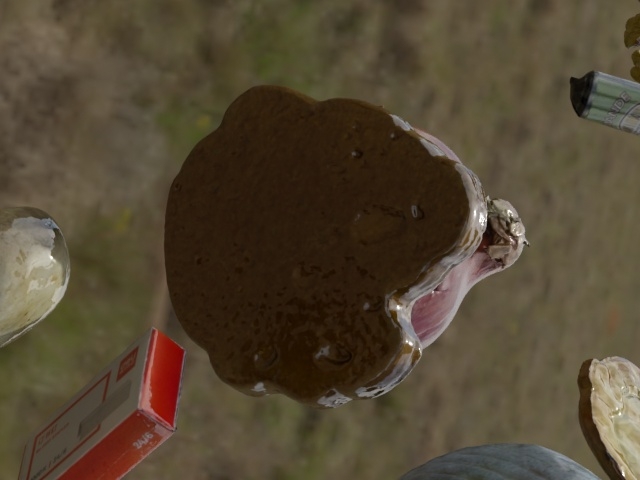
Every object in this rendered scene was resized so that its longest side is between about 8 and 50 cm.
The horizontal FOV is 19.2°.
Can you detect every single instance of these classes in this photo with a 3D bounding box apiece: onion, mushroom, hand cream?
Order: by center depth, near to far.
[{"bbox_3d":[-0.320,0.033,1.811,0.166,0.127,0.166,-37,159,-17],"label":"mushroom"},{"bbox_3d":[0.390,-0.137,2.132,0.086,0.235,0.055,112,-5,-56],"label":"hand cream"},{"bbox_3d":[0.079,-0.014,2.625,0.353,0.354,0.353,12,90,-80],"label":"onion"}]

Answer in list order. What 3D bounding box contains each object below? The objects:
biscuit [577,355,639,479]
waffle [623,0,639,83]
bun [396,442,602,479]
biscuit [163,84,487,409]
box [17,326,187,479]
[{"bbox_3d":[0.350,0.233,1.980,0.041,0.260,0.203,-33,-170,25],"label":"biscuit"},{"bbox_3d":[0.417,-0.203,1.627,0.069,0.293,0.260,-64,170,-61],"label":"waffle"},{"bbox_3d":[0.153,0.371,1.839,0.362,0.362,0.211,-69,147,-41],"label":"bun"},{"bbox_3d":[0.000,0.000,2.014,0.074,0.381,0.359,19,67,-61],"label":"biscuit"},{"bbox_3d":[-0.225,0.196,1.899,0.229,0.050,0.123,-41,-154,31],"label":"box"}]
